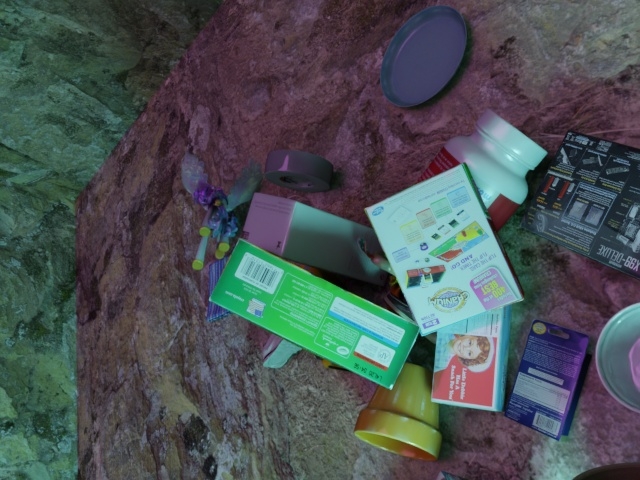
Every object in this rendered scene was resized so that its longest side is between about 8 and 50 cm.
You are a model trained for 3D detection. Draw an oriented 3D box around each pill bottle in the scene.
[{"bbox_3d":[0.339,-0.098,1.477,0.408,0.229,0.229,-55,43,19],"label":"pill bottle"}]

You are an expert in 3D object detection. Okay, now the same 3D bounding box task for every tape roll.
[{"bbox_3d":[-0.070,-0.222,1.993,0.219,0.219,0.072,-2,75,48],"label":"tape roll"}]

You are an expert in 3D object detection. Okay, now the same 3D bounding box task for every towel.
[{"bbox_3d":[-0.318,0.145,2.268,0.336,0.040,0.243,-26,56,40],"label":"towel"}]

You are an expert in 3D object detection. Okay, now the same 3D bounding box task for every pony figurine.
[{"bbox_3d":[-0.385,-0.122,2.277,0.351,0.302,0.364,112,163,-45],"label":"pony figurine"}]

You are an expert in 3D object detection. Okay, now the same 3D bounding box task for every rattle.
[{"bbox_3d":[0.148,0.089,1.639,0.143,0.199,0.130,-49,46,23],"label":"rattle"}]

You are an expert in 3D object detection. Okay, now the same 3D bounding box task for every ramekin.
[{"bbox_3d":[0.626,0.219,1.124,0.207,0.109,0.207,-20,61,43],"label":"ramekin"}]

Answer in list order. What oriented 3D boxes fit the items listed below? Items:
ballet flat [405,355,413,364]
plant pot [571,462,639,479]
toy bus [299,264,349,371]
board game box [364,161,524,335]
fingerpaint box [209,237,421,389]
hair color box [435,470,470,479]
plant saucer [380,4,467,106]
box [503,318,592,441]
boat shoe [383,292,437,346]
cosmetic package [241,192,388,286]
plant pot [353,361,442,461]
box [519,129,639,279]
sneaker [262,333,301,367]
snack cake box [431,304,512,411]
[{"bbox_3d":[0.210,0.305,1.614,0.114,0.041,0.041,26,95,49],"label":"ballet flat"},{"bbox_3d":[0.555,0.518,1.005,0.263,0.263,0.230,-9,85,46],"label":"plant pot"},{"bbox_3d":[0.022,0.217,1.806,0.130,0.108,0.333,-48,44,22],"label":"toy bus"},{"bbox_3d":[0.271,0.022,1.361,0.242,0.064,0.317,-24,90,22],"label":"board game box"},{"bbox_3d":[-0.021,0.176,1.501,0.163,0.444,0.371,-64,1,-5],"label":"fingerpaint box"},{"bbox_3d":[0.253,0.695,1.308,0.174,0.105,0.348,-135,68,-79],"label":"hair color box"},{"bbox_3d":[0.308,-0.539,1.830,0.317,0.043,0.318,-21,60,42],"label":"plant saucer"},{"bbox_3d":[0.485,0.291,1.309,0.136,0.036,0.226,16,89,50],"label":"box"},{"bbox_3d":[0.258,0.194,1.570,0.223,0.080,0.073,39,92,36],"label":"boat shoe"},{"bbox_3d":[0.000,0.000,1.699,0.217,0.384,0.156,16,87,50],"label":"cosmetic package"},{"bbox_3d":[0.203,0.402,1.479,0.205,0.205,0.188,-9,53,46],"label":"plant pot"},{"bbox_3d":[0.605,-0.076,1.289,0.307,0.076,0.243,33,100,49],"label":"box"},{"bbox_3d":[-0.109,0.307,1.939,0.235,0.090,0.095,-41,39,28],"label":"sneaker"},{"bbox_3d":[0.349,0.247,1.413,0.152,0.089,0.265,1,75,30],"label":"snack cake box"}]
